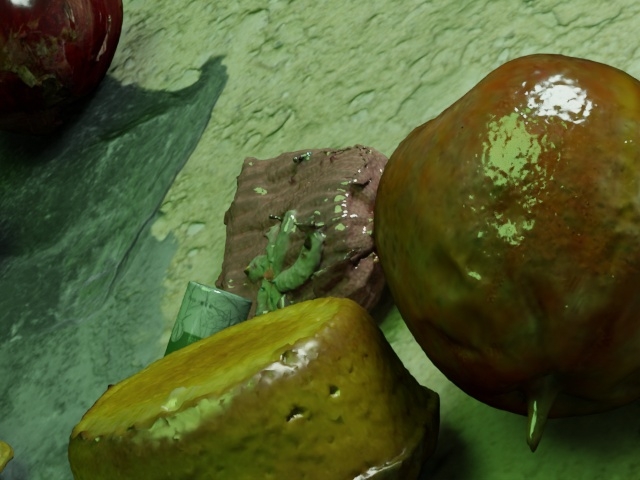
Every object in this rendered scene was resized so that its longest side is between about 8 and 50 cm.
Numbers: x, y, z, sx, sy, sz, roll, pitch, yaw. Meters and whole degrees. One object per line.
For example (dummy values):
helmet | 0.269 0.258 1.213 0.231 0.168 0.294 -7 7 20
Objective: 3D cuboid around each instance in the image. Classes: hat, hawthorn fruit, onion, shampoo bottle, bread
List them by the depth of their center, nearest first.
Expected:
hawthorn fruit | 0.179 0.023 1.459 0.277 0.277 0.298 -15 53 33
bread | -0.054 0.162 1.532 0.312 0.172 0.312 -25 11 5
shampoo bottle | -0.123 0.141 1.740 0.065 0.065 0.204 18 90 51
hat | 0.000 0.000 1.769 0.286 0.107 0.236 -14 60 41
onion | -0.362 -0.242 2.249 0.276 0.276 0.276 -25 39 22

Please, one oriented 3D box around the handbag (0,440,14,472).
handbag | -0.486 0.318 1.884 0.283 0.133 0.401 0 52 49
